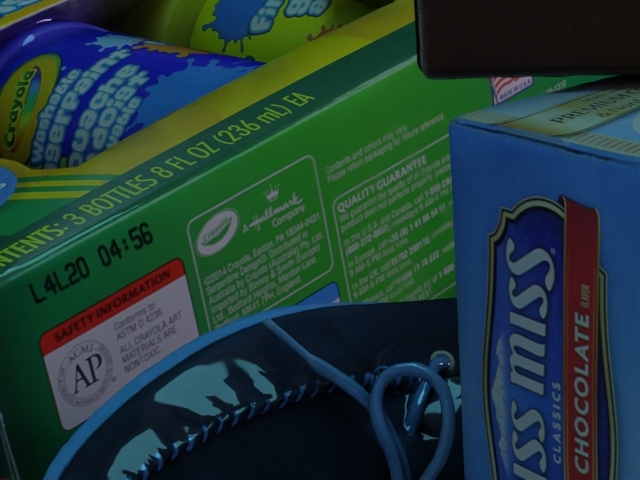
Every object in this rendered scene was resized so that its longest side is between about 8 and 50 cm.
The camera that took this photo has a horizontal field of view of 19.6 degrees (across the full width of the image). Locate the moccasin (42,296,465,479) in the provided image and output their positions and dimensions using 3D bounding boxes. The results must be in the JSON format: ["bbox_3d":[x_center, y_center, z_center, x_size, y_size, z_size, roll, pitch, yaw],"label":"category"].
[{"bbox_3d":[0.045,0.083,0.783,0.342,0.137,0.117,-19,29,-35],"label":"moccasin"}]

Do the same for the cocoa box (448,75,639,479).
[{"bbox_3d":[0.250,0.044,0.711,0.347,0.231,0.228,-16,22,-33],"label":"cocoa box"}]

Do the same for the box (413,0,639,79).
[{"bbox_3d":[0.227,-0.164,0.679,0.381,0.191,0.143,1,17,16],"label":"box"}]

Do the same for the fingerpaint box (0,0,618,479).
[{"bbox_3d":[-0.106,-0.040,1.021,0.445,0.163,0.371,-30,32,-35],"label":"fingerpaint box"}]
